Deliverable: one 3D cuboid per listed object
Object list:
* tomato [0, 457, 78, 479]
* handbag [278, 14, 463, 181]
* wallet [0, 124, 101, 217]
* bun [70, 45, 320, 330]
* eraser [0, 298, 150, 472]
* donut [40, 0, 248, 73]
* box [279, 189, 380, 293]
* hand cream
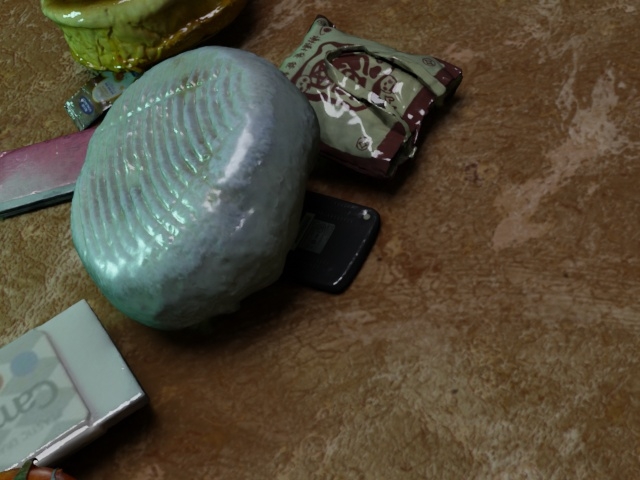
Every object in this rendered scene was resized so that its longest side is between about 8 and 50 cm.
[{"bbox_3d":[-0.297,0.312,1.244,0.167,0.167,0.167,-9,50,11],"label":"tomato"},{"bbox_3d":[0.037,-0.187,1.565,0.235,0.127,0.213,20,60,28],"label":"handbag"},{"bbox_3d":[-0.341,-0.106,1.689,0.232,0.025,0.119,-14,50,7],"label":"wallet"},{"bbox_3d":[-0.135,-0.063,1.455,0.354,0.194,0.354,-20,55,31],"label":"bun"},{"bbox_3d":[-0.398,0.232,1.385,0.397,0.082,0.213,-32,51,-9],"label":"eraser"},{"bbox_3d":[-0.236,-0.373,1.777,0.330,0.160,0.330,-19,36,15],"label":"donut"},{"bbox_3d":[0.000,0.000,1.493,0.125,0.027,0.126,15,59,27],"label":"box"},{"bbox_3d":[-0.290,-0.220,1.758,0.163,0.039,0.062,-33,66,-6],"label":"hand cream"}]
